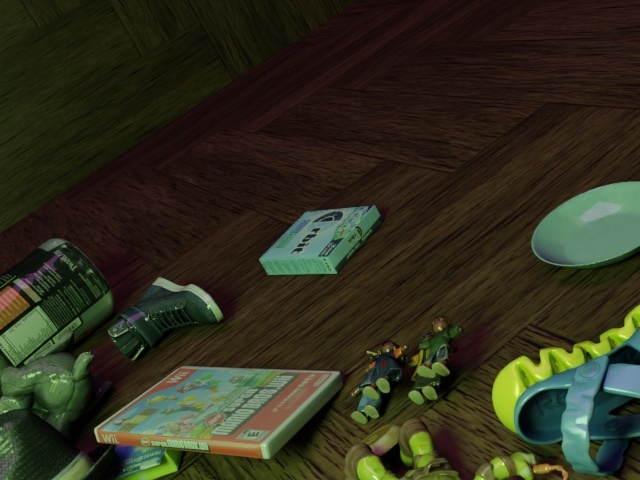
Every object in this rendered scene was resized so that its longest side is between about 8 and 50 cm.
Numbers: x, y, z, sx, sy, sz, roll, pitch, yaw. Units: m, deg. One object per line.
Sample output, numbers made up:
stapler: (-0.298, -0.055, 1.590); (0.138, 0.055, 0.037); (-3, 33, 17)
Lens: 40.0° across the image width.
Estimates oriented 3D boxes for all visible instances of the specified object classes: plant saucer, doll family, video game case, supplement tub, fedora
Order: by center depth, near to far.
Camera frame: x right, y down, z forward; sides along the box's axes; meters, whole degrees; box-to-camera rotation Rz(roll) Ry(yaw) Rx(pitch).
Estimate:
plant saucer: (0.065, 0.240, 1.039); (0.083, 0.015, 0.083); (-36, -1, -1)
doll family: (0.107, 0.161, 1.125); (0.193, 0.076, 0.111); (-21, 29, 27)
plant saucer: (0.387, -0.012, 1.197); (0.195, 0.037, 0.195); (-25, 23, 11)
video game case: (-0.138, 0.229, 1.207); (0.285, 0.025, 0.204); (-3, 17, 30)
fedora: (-0.455, 0.339, 1.210); (0.334, 0.152, 0.334); (-36, 4, 3)
supplement tub: (-0.598, 0.168, 1.759); (0.338, 0.207, 0.207); (-43, 26, -29)

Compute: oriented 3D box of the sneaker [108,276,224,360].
sneaker: (-0.283, 0.152, 1.581); (0.163, 0.086, 0.226); (-44, 29, -27)

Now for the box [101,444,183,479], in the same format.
box: (-0.249, 0.295, 1.301); (0.109, 0.042, 0.178); (-23, 25, 17)

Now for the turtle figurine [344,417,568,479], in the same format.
turtle figurine: (0.096, 0.269, 0.893); (0.269, 0.087, 0.217); (-37, 22, -8)

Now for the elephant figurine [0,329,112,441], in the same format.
elephant figurine: (-0.456, 0.242, 1.534); (0.186, 0.169, 0.239); (2, 10, 2)

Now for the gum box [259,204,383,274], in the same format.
gum box: (0.000, 0.000, 1.618); (0.184, 0.041, 0.157); (-2, 35, 46)

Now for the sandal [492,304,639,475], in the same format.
sandal: (0.334, 0.135, 0.871); (0.317, 0.126, 0.138); (-34, 26, 10)
